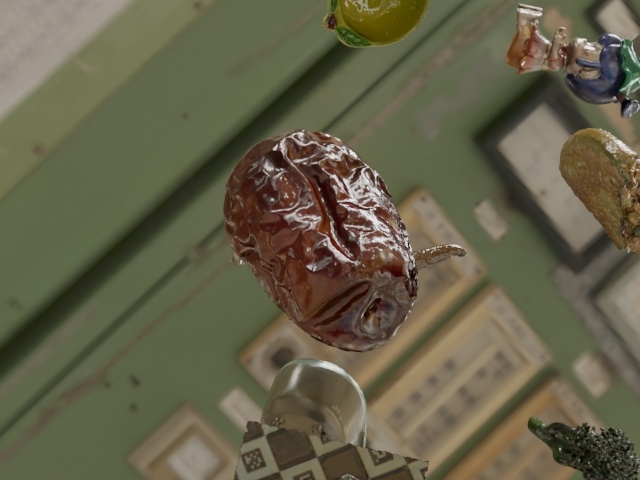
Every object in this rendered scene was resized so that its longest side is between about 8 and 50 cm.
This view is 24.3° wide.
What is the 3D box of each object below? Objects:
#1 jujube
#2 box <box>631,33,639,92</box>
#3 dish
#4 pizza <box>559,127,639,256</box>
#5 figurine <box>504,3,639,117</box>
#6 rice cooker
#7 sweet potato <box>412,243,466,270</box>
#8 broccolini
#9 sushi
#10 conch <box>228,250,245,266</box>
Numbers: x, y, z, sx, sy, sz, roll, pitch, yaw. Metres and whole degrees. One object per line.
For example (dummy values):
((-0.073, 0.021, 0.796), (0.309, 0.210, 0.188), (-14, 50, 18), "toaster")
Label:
((0.000, 0.000, 1.886), (0.216, 0.216, 0.342), (52, 4, -45), "jujube")
((0.642, -0.378, 2.740), (0.055, 0.244, 0.103), (55, 16, 22), "box")
((0.067, -0.347, 2.073), (0.080, 0.208, 0.148), (21, -46, 54), "dish")
((0.484, -0.081, 2.413), (0.289, 0.081, 0.228), (175, -109, -81), "pizza")
((0.339, -0.239, 1.968), (0.195, 0.102, 0.111), (19, 24, 5), "figurine")
((-0.012, 0.260, 2.040), (0.145, 0.127, 0.206), (11, -56, 16), "rice cooker")
((0.123, 0.039, 2.345), (0.050, 0.214, 0.050), (-14, 90, -77), "sweet potato")
((0.279, 0.238, 1.637), (0.091, 0.068, 0.203), (41, -16, -16), "broccolini")
((-0.003, 0.328, 1.675), (0.220, 0.231, 0.047), (12, -22, 3), "sushi")
((-0.044, 0.000, 2.373), (0.130, 0.207, 0.155), (-96, -174, -53), "conch")
